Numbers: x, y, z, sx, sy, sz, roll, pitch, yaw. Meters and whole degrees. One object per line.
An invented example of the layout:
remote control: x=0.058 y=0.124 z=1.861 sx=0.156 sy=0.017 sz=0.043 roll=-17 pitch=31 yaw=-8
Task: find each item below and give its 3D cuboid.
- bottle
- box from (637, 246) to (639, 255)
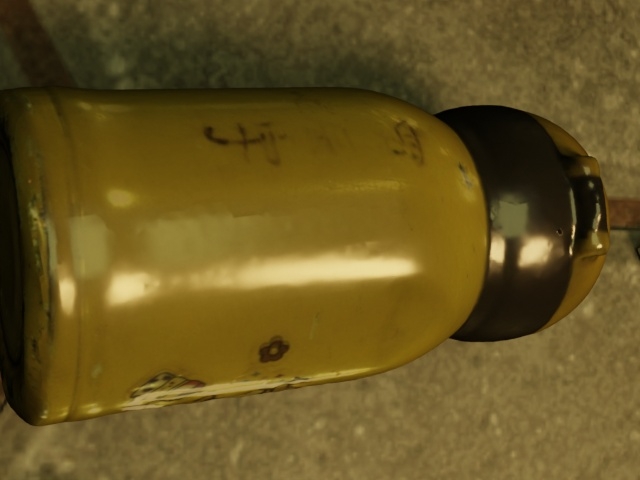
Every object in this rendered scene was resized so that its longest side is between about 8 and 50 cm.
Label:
bottle: x=0.000 y=0.000 z=0.611 sx=0.351 sy=0.171 sz=0.171 roll=-3 pitch=87 yaw=-24
box: x=0.335 y=0.007 z=0.818 sx=0.198 sy=0.029 sz=0.109 roll=-29 pitch=96 yaw=-21
